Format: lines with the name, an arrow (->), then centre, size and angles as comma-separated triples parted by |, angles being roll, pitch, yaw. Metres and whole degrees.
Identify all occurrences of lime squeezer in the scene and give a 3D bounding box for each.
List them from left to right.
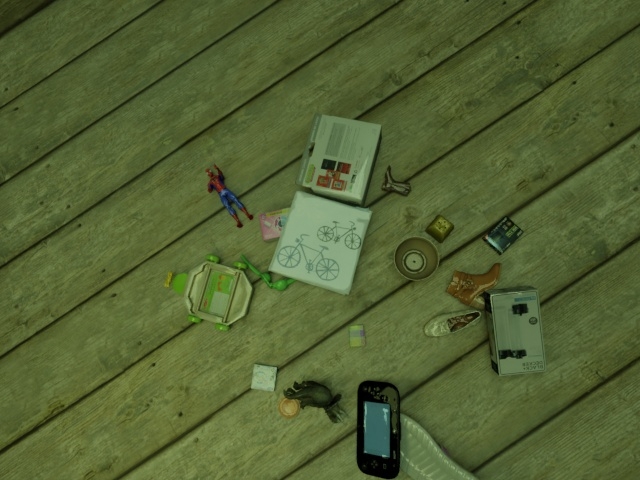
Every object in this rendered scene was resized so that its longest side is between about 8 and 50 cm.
lime squeezer -> -0.183, 0.134, 1.801 | 0.310, 0.059, 0.110 | 12, 82, 9

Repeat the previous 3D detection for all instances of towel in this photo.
towel -> 0.137, 0.362, 1.747 | 0.060, 0.009, 0.084 | -6, 78, 6

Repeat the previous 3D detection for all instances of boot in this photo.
boot -> 0.307, -0.235, 1.822 | 0.114, 0.037, 0.107 | 14, 95, 12
boot -> 0.568, 0.143, 1.709 | 0.152, 0.073, 0.197 | 27, 81, 14

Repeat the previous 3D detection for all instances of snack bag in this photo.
snack bag -> 0.000, 0.000, 1.758 | 0.322, 0.037, 0.343 | 16, 85, 5

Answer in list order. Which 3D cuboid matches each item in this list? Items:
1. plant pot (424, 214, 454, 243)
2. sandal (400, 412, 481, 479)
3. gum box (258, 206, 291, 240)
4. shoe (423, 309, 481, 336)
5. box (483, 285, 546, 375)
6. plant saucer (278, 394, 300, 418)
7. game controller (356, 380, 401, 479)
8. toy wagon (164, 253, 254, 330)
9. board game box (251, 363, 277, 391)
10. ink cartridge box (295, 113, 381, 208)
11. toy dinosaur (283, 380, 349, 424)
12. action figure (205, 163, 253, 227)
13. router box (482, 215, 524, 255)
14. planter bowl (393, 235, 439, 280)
plant pot -> 0.454, -0.049, 1.748 | 0.081, 0.083, 0.081 | 40, 86, 11
sandal -> 0.390, 0.767, 1.600 | 0.416, 0.102, 0.169 | 39, 105, 28
gum box -> -0.139, -0.066, 1.829 | 0.188, 0.062, 0.107 | -12, 79, 4
shoe -> 0.483, 0.299, 1.694 | 0.218, 0.058, 0.077 | -19, 78, 3
box -> 0.680, 0.315, 1.622 | 0.169, 0.087, 0.290 | -6, 93, 4
plant saucer -> -0.118, 0.621, 1.727 | 0.083, 0.013, 0.084 | -1, 79, 6
game controller -> 0.205, 0.663, 1.635 | 0.166, 0.067, 0.320 | -8, 77, 42
toy wagon -> -0.437, 0.192, 1.814 | 0.344, 0.068, 0.268 | 14, 82, 9
board game box -> -0.212, 0.519, 1.752 | 0.090, 0.020, 0.090 | 6, 80, 7
ink cartridge box -> 0.074, -0.314, 1.816 | 0.271, 0.130, 0.310 | 14, 81, 10
toy dinosaur -> -0.022, 0.542, 1.636 | 0.160, 0.314, 0.121 | -7, 50, 28
action figure -> -0.388, -0.192, 1.847 | 0.091, 0.139, 0.280 | -38, 76, -3
router box -> 0.685, -0.019, 1.740 | 0.122, 0.038, 0.092 | -44, 79, -3
planter bowl -> 0.352, 0.074, 1.725 | 0.161, 0.109, 0.162 | -1, 79, 6
